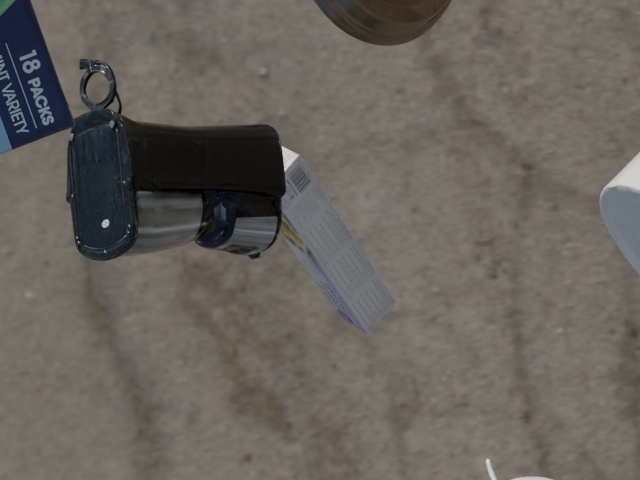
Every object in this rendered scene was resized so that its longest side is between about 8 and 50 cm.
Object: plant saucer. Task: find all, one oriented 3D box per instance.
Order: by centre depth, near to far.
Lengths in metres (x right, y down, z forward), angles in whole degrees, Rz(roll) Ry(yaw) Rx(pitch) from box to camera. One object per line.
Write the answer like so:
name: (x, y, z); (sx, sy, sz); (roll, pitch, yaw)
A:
plant saucer: (0.077, -0.369, 1.931); (0.041, 0.278, 0.278); (-4, 90, 49)

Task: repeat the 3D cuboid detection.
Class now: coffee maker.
coffee maker: (-0.124, -0.068, 1.463); (0.120, 0.178, 0.171); (23, 109, 45)

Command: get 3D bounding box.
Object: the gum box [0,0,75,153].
gum box: (-0.204, -0.084, 0.603); (0.041, 0.184, 0.157); (30, 140, 64)

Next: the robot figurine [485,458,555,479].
robot figurine: (0.298, 0.434, 2.021); (0.353, 0.300, 0.200); (44, 136, 1)

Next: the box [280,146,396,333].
box: (0.000, 0.000, 2.120); (0.067, 0.324, 0.063); (-48, 46, -13)

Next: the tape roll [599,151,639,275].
tape roll: (0.445, 0.010, 1.809); (0.100, 0.286, 0.286); (-45, 59, -11)
